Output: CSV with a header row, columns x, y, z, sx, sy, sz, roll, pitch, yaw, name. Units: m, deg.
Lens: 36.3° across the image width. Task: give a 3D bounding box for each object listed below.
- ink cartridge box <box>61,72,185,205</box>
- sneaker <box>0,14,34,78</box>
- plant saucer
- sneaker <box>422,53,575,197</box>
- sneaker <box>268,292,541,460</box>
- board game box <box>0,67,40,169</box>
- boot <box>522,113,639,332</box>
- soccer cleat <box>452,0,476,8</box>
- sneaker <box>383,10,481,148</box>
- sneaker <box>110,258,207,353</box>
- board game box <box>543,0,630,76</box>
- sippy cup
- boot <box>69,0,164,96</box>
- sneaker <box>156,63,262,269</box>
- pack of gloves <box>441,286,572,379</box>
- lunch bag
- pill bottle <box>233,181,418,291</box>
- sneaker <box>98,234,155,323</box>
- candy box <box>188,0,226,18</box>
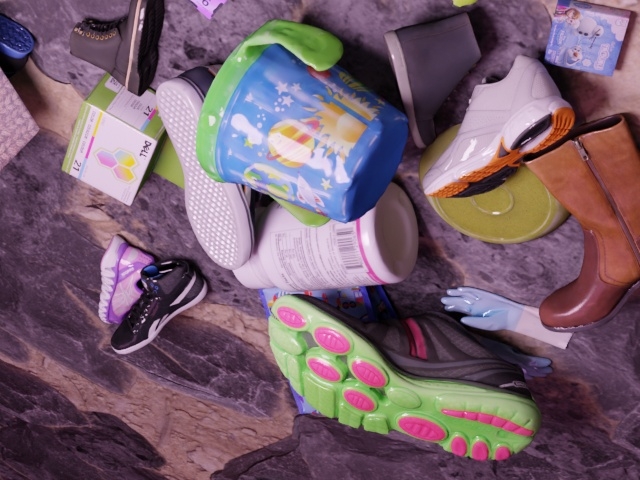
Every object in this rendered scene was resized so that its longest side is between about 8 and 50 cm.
x,y,z,sx,sy,sz,roll,pitch,yaw,name
-0.274,-0.137,1.606,0.255,0.097,0.189,29,140,-5,ink cartridge box
-0.569,-0.342,1.540,0.232,0.081,0.090,36,134,-14,sneaker
0.259,-0.073,1.456,0.240,0.037,0.241,14,139,12,plant saucer
0.229,-0.151,1.334,0.099,0.121,0.262,1,153,-39,sneaker
0.134,0.211,1.638,0.482,0.202,0.185,24,123,-6,sneaker
-0.632,-0.247,1.544,0.291,0.141,0.232,24,153,28,board game box
0.372,-0.013,1.389,0.264,0.096,0.280,-27,119,30,boot
0.131,-0.356,1.198,0.178,0.060,0.072,29,131,-15,soccer cleat
0.164,-0.209,1.321,0.118,0.083,0.222,-17,149,5,sneaker
-0.329,0.112,1.839,0.079,0.217,0.121,47,174,43,sneaker
0.334,-0.255,1.230,0.090,0.020,0.090,13,139,11,board game box
-0.012,-0.143,1.322,0.224,0.240,0.305,30,-175,19,sippy cup
-0.313,-0.313,1.455,0.137,0.077,0.198,28,140,4,boot
-0.142,-0.114,1.498,0.126,0.127,0.321,13,127,37,sneaker
0.305,0.175,1.699,0.232,0.046,0.195,18,139,8,pack of gloves
0.031,0.166,1.789,0.220,0.138,0.293,-6,119,31,lunch bag
0.000,0.000,1.569,0.283,0.160,0.160,-7,131,33,pill bottle
-0.373,0.093,1.920,0.104,0.095,0.236,15,139,-1,sneaker
-0.145,-0.410,1.260,0.164,0.070,0.196,39,138,-16,candy box
